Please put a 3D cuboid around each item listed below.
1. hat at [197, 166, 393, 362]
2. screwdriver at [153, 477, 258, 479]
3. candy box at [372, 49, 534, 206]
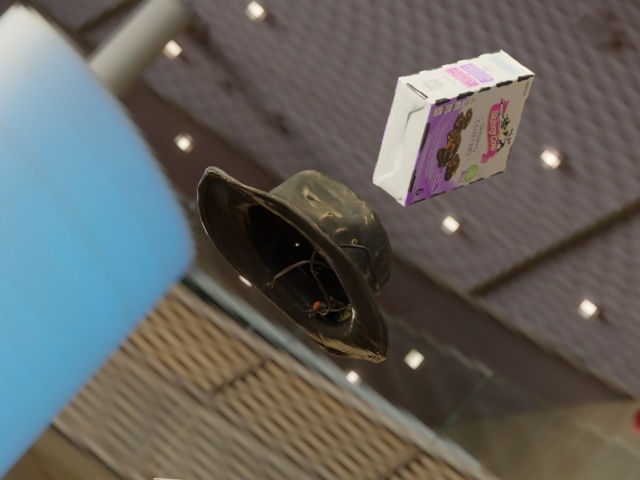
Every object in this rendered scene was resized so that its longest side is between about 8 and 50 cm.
[{"bbox_3d":[0.000,0.000,2.339,0.331,0.134,0.331,39,-21,18],"label":"hat"},{"bbox_3d":[-0.149,0.343,2.562,0.025,0.170,0.024,-110,-150,-52],"label":"screwdriver"},{"bbox_3d":[0.177,-0.151,2.440,0.070,0.196,0.165,40,-47,33],"label":"candy box"}]
